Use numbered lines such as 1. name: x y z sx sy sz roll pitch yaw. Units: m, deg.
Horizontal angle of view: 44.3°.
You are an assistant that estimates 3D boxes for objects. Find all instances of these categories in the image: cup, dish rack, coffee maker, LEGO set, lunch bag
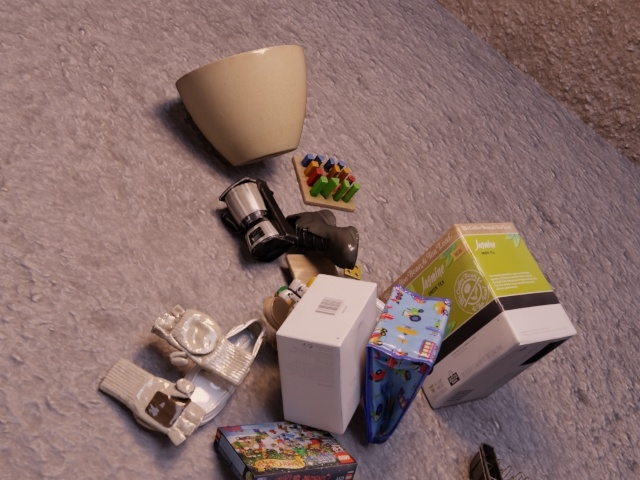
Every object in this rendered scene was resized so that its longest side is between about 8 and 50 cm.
1. cup: -0.169 -0.320 1.964 0.331 0.331 0.237 -20 96 -46
2. dish rack: 0.455 0.591 1.748 0.271 0.074 0.208 33 20 -10
3. coffee maker: -0.131 -0.050 1.865 0.171 0.120 0.178 -10 62 -43
4. LEGO set: -0.006 0.142 1.764 0.227 0.087 0.093 43 76 -32
5. lunch bag: 0.173 0.284 1.688 0.138 0.293 0.221 15 35 12

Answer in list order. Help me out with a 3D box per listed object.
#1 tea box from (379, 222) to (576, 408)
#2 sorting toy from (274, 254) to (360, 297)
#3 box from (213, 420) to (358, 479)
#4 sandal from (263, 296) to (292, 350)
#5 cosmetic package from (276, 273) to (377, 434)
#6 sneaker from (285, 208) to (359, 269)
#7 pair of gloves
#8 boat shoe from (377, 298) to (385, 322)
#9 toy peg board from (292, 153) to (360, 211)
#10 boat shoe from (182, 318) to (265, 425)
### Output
1. tea box: 0.366 0.177 1.892 0.220 0.329 0.323 -1 55 -38
2. sorting toy: -0.009 0.101 1.884 0.274 0.046 0.132 1 55 -37
3. box: -0.067 0.410 1.510 0.233 0.044 0.159 4 19 -35
4. sandal: -0.077 0.206 1.713 0.240 0.079 0.088 54 38 -39
5. cosmetic package: 0.020 0.226 1.601 0.138 0.224 0.224 8 32 21
6. sneaker: 0.000 0.000 1.883 0.130 0.109 0.286 0 15 -23
7. pair of gloves: -0.266 0.244 1.485 0.204 0.042 0.240 38 61 8
8. boat shoe: 0.145 0.213 1.845 0.226 0.083 0.076 43 61 -1
9. toy peg board: 0.025 -0.173 2.125 0.161 0.079 0.160 9 51 -33
10. boat shoe: -0.193 0.248 1.573 0.098 0.096 0.277 38 41 -5
